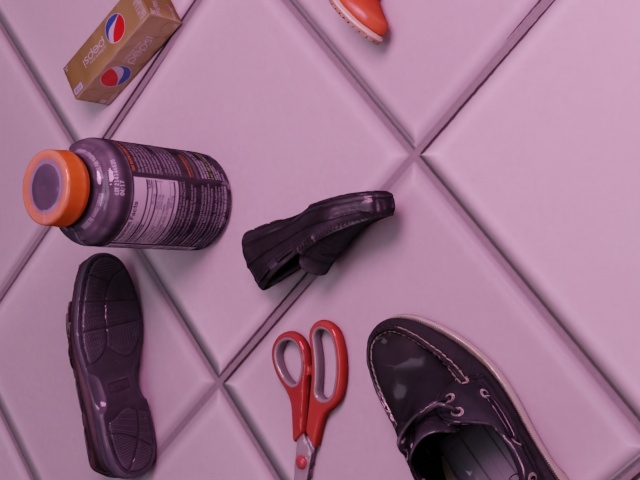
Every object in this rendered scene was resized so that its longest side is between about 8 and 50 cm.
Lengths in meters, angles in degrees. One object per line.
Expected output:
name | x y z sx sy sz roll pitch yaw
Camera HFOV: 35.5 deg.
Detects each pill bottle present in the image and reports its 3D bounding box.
pill bottle | -0.235 -0.055 1.215 0.130 0.245 0.130 -3 86 38

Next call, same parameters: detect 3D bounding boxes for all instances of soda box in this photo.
soda box | -0.273 -0.267 1.372 0.181 0.061 0.058 -39 65 30

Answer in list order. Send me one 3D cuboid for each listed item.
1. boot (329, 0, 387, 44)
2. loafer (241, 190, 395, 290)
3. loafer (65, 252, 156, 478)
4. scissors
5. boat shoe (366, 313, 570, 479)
boot | 0.048 -0.298 1.125 0.084 0.059 0.158 -35 66 26
loafer | 0.000 0.000 1.140 0.223 0.076 0.078 -22 80 40
loafer | -0.299 0.171 1.348 0.095 0.109 0.302 -16 81 41
scissors | -0.011 0.242 1.166 0.109 0.021 0.297 -6 83 36
boat shoe | 0.138 0.208 0.991 0.127 0.113 0.340 -46 62 26
